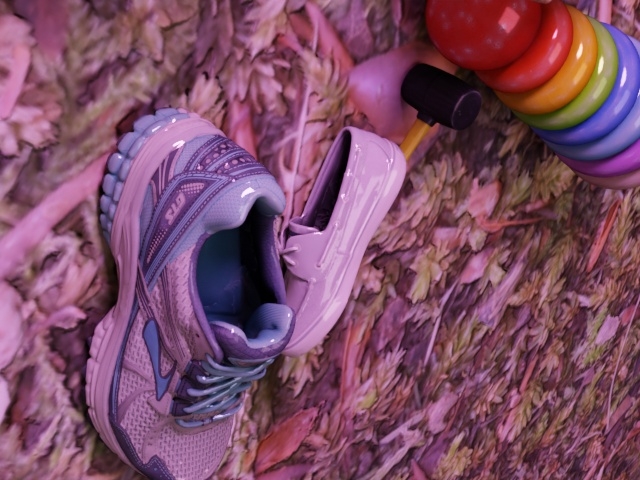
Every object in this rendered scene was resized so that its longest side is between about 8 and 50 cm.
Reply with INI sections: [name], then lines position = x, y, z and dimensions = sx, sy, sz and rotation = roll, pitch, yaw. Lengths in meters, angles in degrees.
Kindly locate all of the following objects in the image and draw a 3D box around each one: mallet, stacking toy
[mallet]
position = 0.050, -0.059, 0.794
dimensions = 0.190, 0.062, 0.039
rotation = -51, 143, 10
[stacking toy]
position = 0.206, -0.150, 0.841
dimensions = 0.330, 0.141, 0.141
rotation = 20, 97, -49

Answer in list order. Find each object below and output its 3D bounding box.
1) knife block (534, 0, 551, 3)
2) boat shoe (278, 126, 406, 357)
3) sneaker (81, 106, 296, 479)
[knife block]
position = 0.218, -0.273, 0.669
dimensions = 0.242, 0.276, 0.088
rotation = -8, 128, 0
[boat shoe]
position = 0.000, 0.000, 0.746
dimensions = 0.063, 0.066, 0.184
rotation = 25, 99, -33
[sneaker]
position = -0.080, 0.064, 0.635
dimensions = 0.110, 0.122, 0.283
rotation = -24, 129, -39
